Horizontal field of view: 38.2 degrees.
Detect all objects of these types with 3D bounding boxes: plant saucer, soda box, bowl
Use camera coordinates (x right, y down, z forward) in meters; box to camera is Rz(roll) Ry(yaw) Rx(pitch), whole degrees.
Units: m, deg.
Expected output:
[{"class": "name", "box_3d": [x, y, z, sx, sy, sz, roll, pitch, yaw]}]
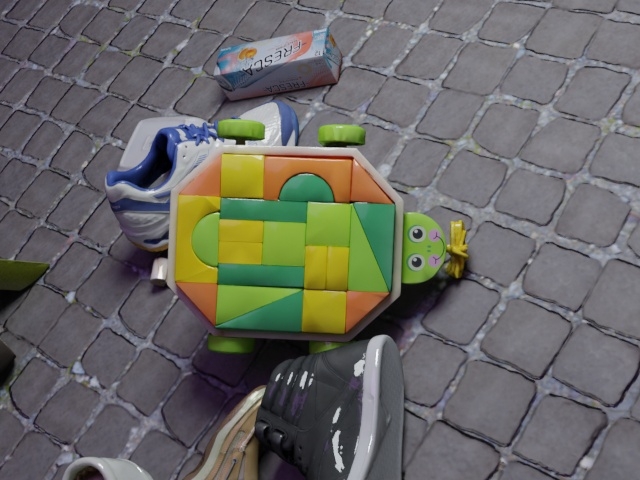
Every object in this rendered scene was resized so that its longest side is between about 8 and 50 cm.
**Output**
[{"class": "plant saucer", "box_3d": [-0.525, 0.044, 1.333, 0.188, 0.188, 0.045, 3, 87, 29]}, {"class": "soda box", "box_3d": [-0.063, -0.260, 1.369, 0.183, 0.063, 0.058, -6, 55, 23]}, {"class": "bowl", "box_3d": [-0.237, -0.131, 1.375, 0.142, 0.053, 0.142, 3, 58, 28]}]

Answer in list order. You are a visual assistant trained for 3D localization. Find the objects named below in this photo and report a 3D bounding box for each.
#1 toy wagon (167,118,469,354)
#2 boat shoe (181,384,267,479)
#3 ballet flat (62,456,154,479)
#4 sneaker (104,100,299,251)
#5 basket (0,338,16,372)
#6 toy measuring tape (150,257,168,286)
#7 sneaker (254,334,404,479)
[{"class": "toy wagon", "box_3d": [0.000, 0.000, 1.059, 0.344, 0.068, 0.267, 2, 91, 3]}, {"class": "boat shoe", "box_3d": [-0.094, 0.255, 1.030, 0.072, 0.068, 0.190, 31, 82, 24]}, {"class": "ballet flat", "box_3d": [-0.241, 0.407, 0.945, 0.139, 0.139, 0.400, -17, 52, 16]}, {"class": "sneaker", "box_3d": [-0.156, -0.113, 1.258, 0.296, 0.131, 0.112, -41, 44, -17]}, {"class": "basket", "box_3d": [-0.537, 0.186, 1.232, 0.154, 0.204, 0.227, 41, 70, 18]}, {"class": "toy measuring tape", "box_3d": [-0.093, -0.010, 1.176, 0.330, 0.121, 0.121, -11, 53, 20]}, {"class": "sneaker", "box_3d": [0.001, 0.242, 0.961, 0.146, 0.104, 0.296, -10, 53, 26]}]
